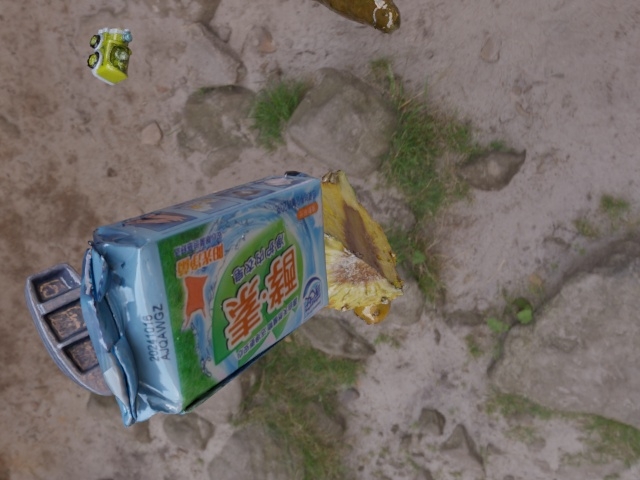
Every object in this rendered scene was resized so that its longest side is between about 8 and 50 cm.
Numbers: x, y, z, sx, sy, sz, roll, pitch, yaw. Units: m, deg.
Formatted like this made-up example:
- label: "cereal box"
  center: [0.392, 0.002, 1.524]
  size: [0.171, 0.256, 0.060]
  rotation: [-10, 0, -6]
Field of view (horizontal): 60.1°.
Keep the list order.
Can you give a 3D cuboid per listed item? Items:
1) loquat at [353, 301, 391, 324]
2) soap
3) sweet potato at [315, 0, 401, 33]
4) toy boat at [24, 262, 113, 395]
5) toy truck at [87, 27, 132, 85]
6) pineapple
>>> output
- label: "loquat"
  center: [0.174, 0.212, 1.877]
  size: [0.141, 0.141, 0.141]
  rotation: [9, 120, 15]
- label: "soap"
  center: [-0.085, 0.034, 0.505]
  size: [0.077, 0.293, 0.156]
  rotation: [8, 113, 32]
- label: "sweet potato"
  center: [-0.015, -0.269, 0.529]
  size: [0.270, 0.074, 0.075]
  rotation: [55, 127, 23]
- label: "toy boat"
  center: [-0.488, 0.187, 1.112]
  size: [0.078, 0.127, 0.283]
  rotation: [-27, 91, 43]
- label: "toy truck"
  center: [-0.407, -0.373, 1.100]
  size: [0.076, 0.076, 0.111]
  rotation: [-6, 75, 33]
- label: "pineapple"
  center: [0.000, -0.003, 1.208]
  size: [0.209, 0.286, 0.344]
  rotation: [-34, 134, 23]
